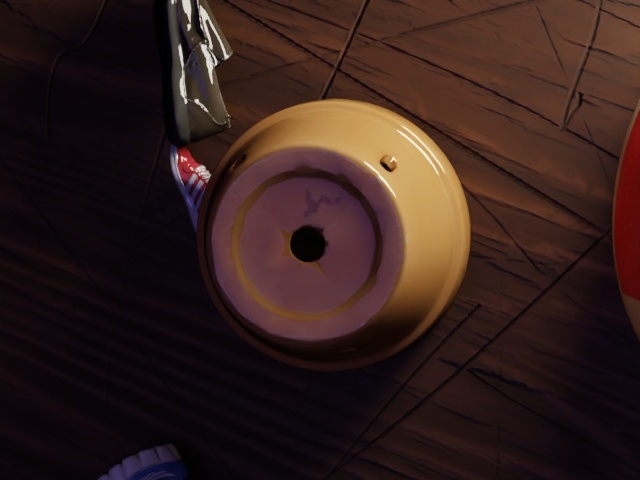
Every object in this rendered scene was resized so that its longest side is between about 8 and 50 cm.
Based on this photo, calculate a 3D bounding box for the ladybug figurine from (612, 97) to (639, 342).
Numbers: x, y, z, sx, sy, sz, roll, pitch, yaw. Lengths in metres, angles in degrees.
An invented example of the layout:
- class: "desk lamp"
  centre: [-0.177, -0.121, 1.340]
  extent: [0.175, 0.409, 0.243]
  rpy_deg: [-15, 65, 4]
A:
- class: "ladybug figurine"
  centre: [0.430, -0.048, 1.643]
  extent: [0.305, 0.162, 0.449]
  rpy_deg: [8, 93, 18]

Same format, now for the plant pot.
- class: "plant pot"
  centre: [0.000, 0.000, 1.738]
  extent: [0.291, 0.203, 0.291]
  rpy_deg: [1, 94, 9]

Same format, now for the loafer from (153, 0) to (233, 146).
- class: "loafer"
  centre: [-0.137, -0.212, 1.877]
  extent: [0.078, 0.080, 0.220]
  rpy_deg: [-3, 89, -15]

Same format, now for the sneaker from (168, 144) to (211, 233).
- class: "sneaker"
  centre: [-0.120, -0.060, 1.881]
  extent: [0.067, 0.042, 0.118]
  rpy_deg: [-21, 92, 21]

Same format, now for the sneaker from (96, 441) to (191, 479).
- class: "sneaker"
  centre: [-0.258, 0.371, 1.887]
  extent: [0.330, 0.130, 0.147]
  rpy_deg: [-40, 77, 14]
